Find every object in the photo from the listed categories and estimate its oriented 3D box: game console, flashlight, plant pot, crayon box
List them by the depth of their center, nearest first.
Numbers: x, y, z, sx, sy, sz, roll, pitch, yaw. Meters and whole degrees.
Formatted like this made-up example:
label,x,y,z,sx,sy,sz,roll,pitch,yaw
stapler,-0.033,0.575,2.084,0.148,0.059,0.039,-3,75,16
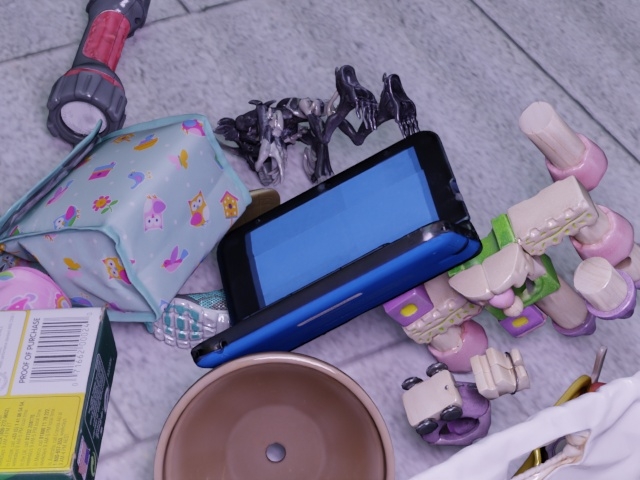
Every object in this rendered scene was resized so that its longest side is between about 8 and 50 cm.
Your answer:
label,x,y,z,sx,sy,sz,roll,pitch,yaw
crayon box,-0.366,0.163,1.422,0.319,0.081,0.202,-1,45,6
plant pot,-0.046,0.224,1.509,0.237,0.237,0.110,5,4,-3
game console,0.000,0.000,1.569,0.293,0.250,0.173,-29,77,13
flashlight,-0.284,-0.250,1.997,0.103,0.103,0.304,8,45,2

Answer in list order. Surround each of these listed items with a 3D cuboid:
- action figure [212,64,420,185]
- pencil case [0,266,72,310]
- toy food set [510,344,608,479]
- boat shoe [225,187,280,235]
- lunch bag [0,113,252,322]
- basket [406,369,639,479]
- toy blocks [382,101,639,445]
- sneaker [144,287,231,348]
label,x,y,z,sx,sy,sz,roll,pitch,yaw
action figure,-0.022,-0.119,1.854,0.164,0.276,0.140,8,71,-45
pencil case,-0.338,0.160,1.569,0.124,0.124,0.284,6,44,-1
toy food set,0.272,0.215,1.582,0.071,0.128,0.218,31,50,21
boat shoe,-0.122,-0.031,1.833,0.153,0.056,0.048,-27,44,-17
lunch bag,-0.250,-0.025,1.719,0.262,0.160,0.223,-1,38,38
basket,0.268,0.347,1.350,0.328,0.266,0.331,-21,50,-26
toy blocks,0.235,0.071,1.659,0.289,0.260,0.309,-31,49,18
sneaker,-0.124,0.084,1.721,0.167,0.065,0.076,10,29,-3
